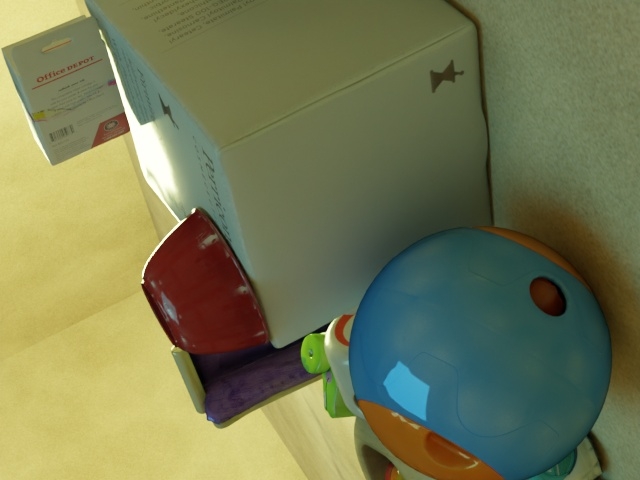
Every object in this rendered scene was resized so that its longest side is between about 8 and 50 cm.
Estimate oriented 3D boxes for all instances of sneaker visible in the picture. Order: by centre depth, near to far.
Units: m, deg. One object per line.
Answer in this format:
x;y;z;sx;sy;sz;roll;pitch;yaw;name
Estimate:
0.258;0.249;1.621;0.275;0.110;0.107;38;152;60;sneaker

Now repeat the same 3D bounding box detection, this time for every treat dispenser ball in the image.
0.175;0.127;1.340;0.288;0.288;0.288;56;164;25;treat dispenser ball

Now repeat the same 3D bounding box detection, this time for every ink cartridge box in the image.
-0.317;-0.199;1.500;0.067;0.115;0.198;53;161;35;ink cartridge box

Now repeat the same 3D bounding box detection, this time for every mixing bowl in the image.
-0.146;0.065;1.416;0.181;0.098;0.181;56;166;22;mixing bowl

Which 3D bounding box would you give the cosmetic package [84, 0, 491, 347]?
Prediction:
-0.037;-0.160;1.484;0.394;0.327;0.329;49;160;42;cosmetic package

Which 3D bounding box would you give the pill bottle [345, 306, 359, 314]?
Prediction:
0.000;0.000;1.830;0.323;0.181;0.181;22;142;36;pill bottle

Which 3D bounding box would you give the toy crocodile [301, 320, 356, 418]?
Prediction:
0.043;0.120;1.987;0.105;0.115;0.341;-9;77;58;toy crocodile

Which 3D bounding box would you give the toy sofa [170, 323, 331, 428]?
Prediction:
-0.080;0.170;2.158;0.177;0.362;0.150;-128;17;-57;toy sofa

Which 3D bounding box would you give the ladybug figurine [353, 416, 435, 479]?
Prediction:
0.196;0.386;1.972;0.305;0.162;0.449;67;166;-12;ladybug figurine

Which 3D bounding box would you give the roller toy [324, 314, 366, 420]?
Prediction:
0.109;0.169;1.827;0.209;0.191;0.146;36;150;59;roller toy
